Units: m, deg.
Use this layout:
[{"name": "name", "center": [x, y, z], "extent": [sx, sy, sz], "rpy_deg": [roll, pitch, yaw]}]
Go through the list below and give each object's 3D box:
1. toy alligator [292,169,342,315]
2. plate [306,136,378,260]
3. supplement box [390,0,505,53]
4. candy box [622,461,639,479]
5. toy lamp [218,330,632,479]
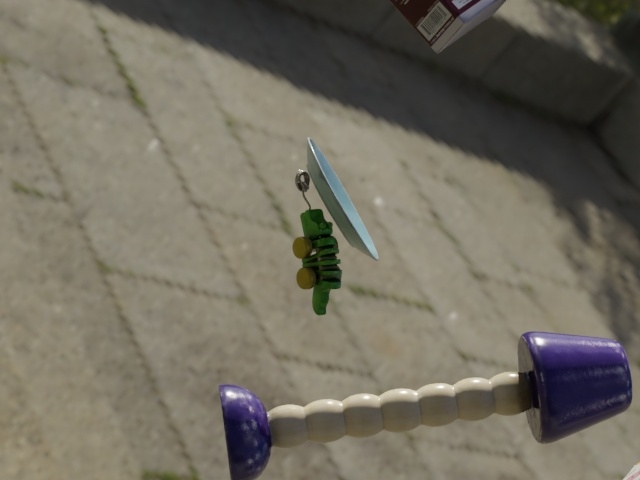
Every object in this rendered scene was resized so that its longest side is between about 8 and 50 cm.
[{"name": "toy alligator", "center": [0.000, 0.000, 2.308], "extent": [0.056, 0.051, 0.190], "rpy_deg": [-4, 86, -42]}, {"name": "plate", "center": [0.022, -0.051, 2.397], "extent": [0.188, 0.024, 0.188], "rpy_deg": [59, 7, -11]}, {"name": "supplement box", "center": [0.121, -0.367, 2.297], "extent": [0.239, 0.073, 0.130], "rpy_deg": [49, 49, 5]}, {"name": "candy box", "center": [0.398, 0.326, 2.192], "extent": [0.071, 0.159, 0.233], "rpy_deg": [49, 46, 4]}, {"name": "toy lamp", "center": [0.071, 0.110, 1.215], "extent": [0.274, 0.080, 0.080], "rpy_deg": [-7, 39, -5]}]
